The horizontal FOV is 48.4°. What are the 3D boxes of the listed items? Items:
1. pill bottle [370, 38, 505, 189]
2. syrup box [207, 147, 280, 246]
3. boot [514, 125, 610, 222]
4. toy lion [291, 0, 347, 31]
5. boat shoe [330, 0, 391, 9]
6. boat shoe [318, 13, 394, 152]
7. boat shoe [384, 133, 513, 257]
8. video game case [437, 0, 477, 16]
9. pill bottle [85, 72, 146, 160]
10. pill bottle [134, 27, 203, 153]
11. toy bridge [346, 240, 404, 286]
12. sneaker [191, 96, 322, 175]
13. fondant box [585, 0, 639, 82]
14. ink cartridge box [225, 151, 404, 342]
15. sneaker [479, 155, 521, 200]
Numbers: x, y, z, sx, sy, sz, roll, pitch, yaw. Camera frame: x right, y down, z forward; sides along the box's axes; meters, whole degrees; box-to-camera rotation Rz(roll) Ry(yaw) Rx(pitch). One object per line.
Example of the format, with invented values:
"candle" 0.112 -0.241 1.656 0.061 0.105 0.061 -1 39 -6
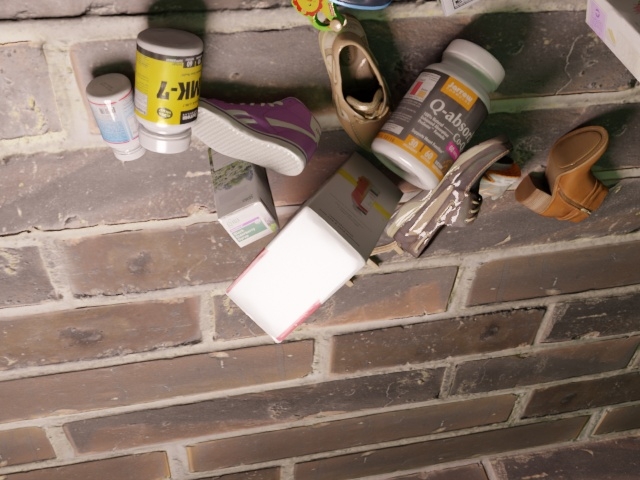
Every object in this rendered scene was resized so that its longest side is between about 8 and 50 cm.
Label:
"pill bottle" 0.240 -0.254 1.436 0.162 0.162 0.278 36 88 -40
"syrup box" -0.161 -0.108 1.473 0.093 0.236 0.096 -25 136 9
"boot" 0.651 -0.150 1.763 0.220 0.109 0.283 17 130 -29
"toy lion" -0.007 -0.433 1.306 0.096 0.034 0.100 5 131 30
"boat shoe" 0.006 -0.467 1.191 0.259 0.109 0.089 18 144 -3
"boat shoe" 0.082 -0.290 1.451 0.122 0.110 0.341 -23 136 7
"boat shoe" 0.295 -0.090 1.551 0.355 0.130 0.132 -44 171 38
"video game case" 0.311 -0.554 1.252 0.270 0.061 0.244 -25 150 9
"pill bottle" -0.391 -0.236 1.383 0.087 0.087 0.160 -12 137 -5
"pill bottle" -0.285 -0.277 1.325 0.119 0.119 0.208 0 123 -17
"toy bridge" 0.132 0.054 1.879 0.188 0.026 0.063 -35 133 18
"sneaker" -0.134 -0.245 1.450 0.282 0.161 0.102 25 146 3
"fondant box" 0.727 -0.452 1.385 0.331 0.238 0.096 -16 138 0
"ink cartridge box" 0.000 0.000 1.523 0.160 0.384 0.279 43 118 -3
"sneaker" 0.345 -0.138 1.701 0.263 0.099 0.121 3 138 -18
